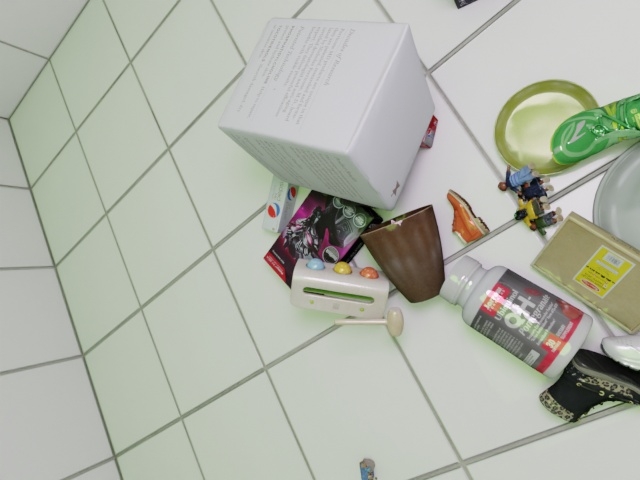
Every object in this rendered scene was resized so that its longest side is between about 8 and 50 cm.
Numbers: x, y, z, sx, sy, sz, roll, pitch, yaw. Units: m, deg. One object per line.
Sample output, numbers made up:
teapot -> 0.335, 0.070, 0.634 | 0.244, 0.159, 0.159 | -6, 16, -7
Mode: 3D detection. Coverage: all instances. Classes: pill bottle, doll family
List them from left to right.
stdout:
pill bottle -> 0.466, 0.173, 1.052 | 0.318, 0.176, 0.176 | 34, 105, 26
doll family -> 0.524, -0.105, 1.080 | 0.111, 0.075, 0.193 | 139, 125, -66

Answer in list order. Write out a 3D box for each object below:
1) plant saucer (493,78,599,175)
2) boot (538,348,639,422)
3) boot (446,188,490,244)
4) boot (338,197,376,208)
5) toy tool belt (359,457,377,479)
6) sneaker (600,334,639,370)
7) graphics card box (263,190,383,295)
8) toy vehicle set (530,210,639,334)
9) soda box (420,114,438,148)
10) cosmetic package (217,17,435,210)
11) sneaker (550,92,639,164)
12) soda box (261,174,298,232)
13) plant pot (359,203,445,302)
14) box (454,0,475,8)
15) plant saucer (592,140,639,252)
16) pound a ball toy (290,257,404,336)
plant saucer -> 0.571, -0.283, 1.083 | 0.240, 0.037, 0.241 | 0, 90, 30
boot -> 0.660, 0.363, 0.995 | 0.236, 0.085, 0.179 | 23, 124, 4
boot -> 0.384, -0.065, 1.177 | 0.084, 0.059, 0.158 | -40, 71, 28
boot -> 0.116, -0.194, 1.304 | 0.209, 0.189, 0.076 | -102, 24, -46
toy tool belt -> 0.141, 0.715, 1.299 | 0.052, 0.051, 0.083 | -12, 83, 29
sneaker -> 0.770, 0.213, 0.910 | 0.296, 0.111, 0.130 | -5, 98, 21
graphics card box -> 0.000, 0.000, 1.376 | 0.233, 0.094, 0.371 | 46, 109, 23
toy vehicle set -> 0.653, 0.073, 0.988 | 0.267, 0.035, 0.166 | 41, 135, 25
soda box -> 0.206, -0.338, 1.269 | 0.263, 0.083, 0.092 | 14, 94, 29
cosmetic package -> 0.030, -0.320, 1.101 | 0.393, 0.329, 0.328 | 20, 81, 30
sneaker -> 0.661, -0.266, 0.946 | 0.295, 0.123, 0.110 | -25, 89, 12
soda box -> -0.134, -0.136, 1.470 | 0.073, 0.069, 0.216 | 17, 96, 30
plant pot -> 0.250, 0.048, 1.183 | 0.215, 0.215, 0.231 | -21, 93, 28
box -> 0.408, -0.699, 1.076 | 0.183, 0.231, 0.056 | -14, 85, 30
plant saucer -> 0.815, -0.065, 0.902 | 0.400, 0.100, 0.401 | -1, 88, 29
pound a ball toy -> 0.077, 0.143, 1.207 | 0.318, 0.208, 0.136 | 8, 109, 4
